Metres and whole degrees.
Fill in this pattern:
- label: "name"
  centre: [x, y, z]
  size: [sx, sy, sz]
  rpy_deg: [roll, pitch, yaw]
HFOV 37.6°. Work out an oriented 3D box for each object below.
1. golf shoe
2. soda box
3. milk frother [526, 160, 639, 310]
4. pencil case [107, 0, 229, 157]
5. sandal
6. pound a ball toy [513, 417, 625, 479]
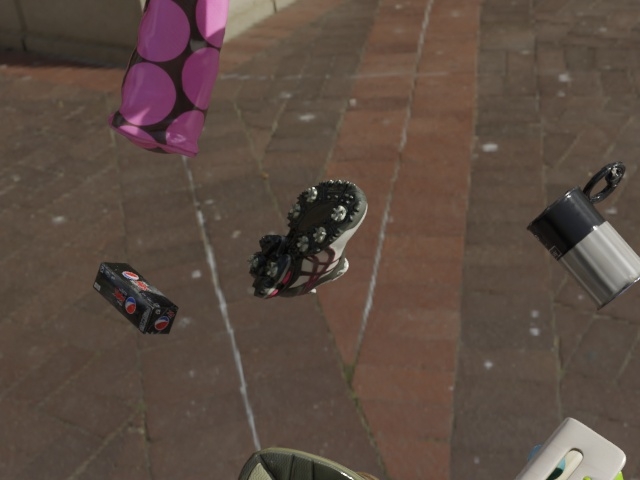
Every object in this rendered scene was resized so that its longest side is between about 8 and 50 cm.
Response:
- label: "golf shoe"
  centre: [0.000, 0.000, 1.426]
  size: [0.120, 0.273, 0.105]
  rpy_deg: [12, 55, -33]
- label: "soda box"
  centre: [-0.319, 0.098, 1.619]
  size: [0.060, 0.053, 0.169]
  rpy_deg: [5, 23, -49]
- label: "milk frother"
  centre: [0.354, -0.010, 1.162]
  size: [0.143, 0.135, 0.129]
  rpy_deg: [-41, -11, 12]
- label: "pencil case"
  centre: [-0.122, -0.177, 0.803]
  size: [0.095, 0.209, 0.098]
  rpy_deg: [15, -1, -34]
- label: "sandal"
  centre: [0.046, 0.297, 0.973]
  size: [0.302, 0.120, 0.086]
  rpy_deg: [24, 2, -18]
- label: "pound a ball toy"
  centre: [0.291, 0.426, 1.319]
  size: [0.319, 0.208, 0.135]
  rpy_deg: [-45, 49, -15]
